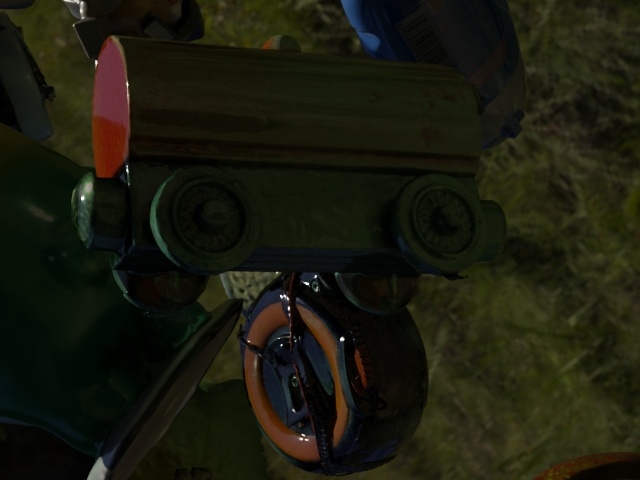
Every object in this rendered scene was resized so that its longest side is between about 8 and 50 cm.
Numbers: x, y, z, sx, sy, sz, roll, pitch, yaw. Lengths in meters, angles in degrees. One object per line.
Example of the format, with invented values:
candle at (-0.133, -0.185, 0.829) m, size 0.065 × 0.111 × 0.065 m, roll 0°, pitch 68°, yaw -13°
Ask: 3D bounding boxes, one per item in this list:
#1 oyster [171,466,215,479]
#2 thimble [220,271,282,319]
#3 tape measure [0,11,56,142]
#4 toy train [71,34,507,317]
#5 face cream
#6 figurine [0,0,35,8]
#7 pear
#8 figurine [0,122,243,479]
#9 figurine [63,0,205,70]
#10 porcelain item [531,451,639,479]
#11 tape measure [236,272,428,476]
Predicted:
oyster at (-0.045, 0.265, 0.958) m, size 0.129 × 0.078 × 0.345 m, roll 61°, pitch -175°, yaw 33°
thimble at (0.000, 0.000, 1.710) m, size 0.271 × 0.150 × 0.271 m, roll -11°, pitch -77°, yaw -52°
tape measure at (-0.399, -0.200, 1.639) m, size 0.181 × 0.107 × 0.182 m, roll 66°, pitch 168°, yaw -1°
toy train at (-0.017, -0.047, 0.820) m, size 0.285 × 0.116 × 0.177 m, roll 1°, pitch -108°, yaw -24°
face cream at (0.121, -0.189, 1.234) m, size 0.083 × 0.149 × 0.264 m, roll 33°, pitch 165°, yaw 50°
figurine at (-0.516, -0.315, 1.498) m, size 0.377 × 0.361 × 0.266 m, roll 26°, pitch -108°, yaw 0°
pear at (-0.144, 0.300, 1.472) m, size 0.176 × 0.282 × 0.286 m, roll -7°, pitch -110°, yaw -15°
figurine at (-0.249, 0.030, 1.006) m, size 0.340 × 0.231 × 0.324 m, roll 33°, pitch -129°, yaw 3°
figurine at (-0.281, -0.349, 1.796) m, size 0.143 × 0.308 × 0.308 m, roll 9°, pitch -169°, yaw 32°
porcelain item at (0.240, 0.304, 1.060) m, size 0.253 × 0.253 × 0.253 m, roll 31°, pitch -148°, yaw -22°
tape measure at (0.008, 0.123, 1.301) m, size 0.135 × 0.202 × 0.223 m, roll -6°, pitch -116°, yaw -39°
